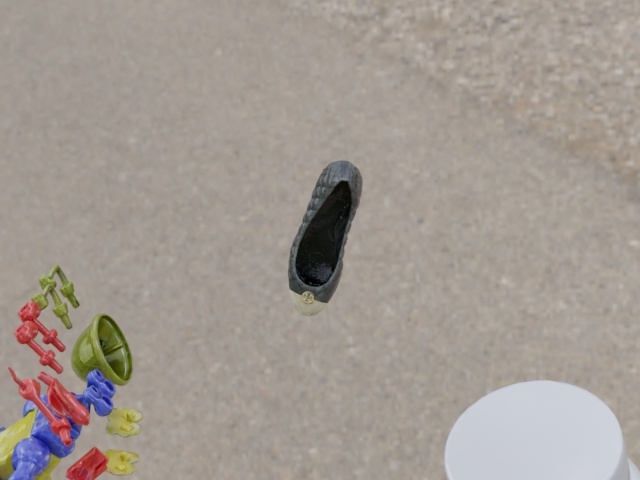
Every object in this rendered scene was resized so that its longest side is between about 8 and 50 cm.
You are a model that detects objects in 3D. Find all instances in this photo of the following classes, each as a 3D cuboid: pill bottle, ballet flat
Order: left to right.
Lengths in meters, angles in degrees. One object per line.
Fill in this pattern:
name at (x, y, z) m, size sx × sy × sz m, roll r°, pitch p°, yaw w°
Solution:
ballet flat at (0.000, 0.000, 1.256) m, size 0.057 × 0.173 × 0.049 m, roll 15°, pitch 23°, yaw 3°
pill bottle at (0.193, 0.257, 1.014) m, size 0.160 × 0.283 × 0.160 m, roll -12°, pitch 37°, yaw 10°

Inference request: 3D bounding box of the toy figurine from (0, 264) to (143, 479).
toy figurine at (-0.354, 0.208, 1.492) m, size 0.217 × 0.191 × 0.362 m, roll -40°, pitch 19°, yaw 9°
